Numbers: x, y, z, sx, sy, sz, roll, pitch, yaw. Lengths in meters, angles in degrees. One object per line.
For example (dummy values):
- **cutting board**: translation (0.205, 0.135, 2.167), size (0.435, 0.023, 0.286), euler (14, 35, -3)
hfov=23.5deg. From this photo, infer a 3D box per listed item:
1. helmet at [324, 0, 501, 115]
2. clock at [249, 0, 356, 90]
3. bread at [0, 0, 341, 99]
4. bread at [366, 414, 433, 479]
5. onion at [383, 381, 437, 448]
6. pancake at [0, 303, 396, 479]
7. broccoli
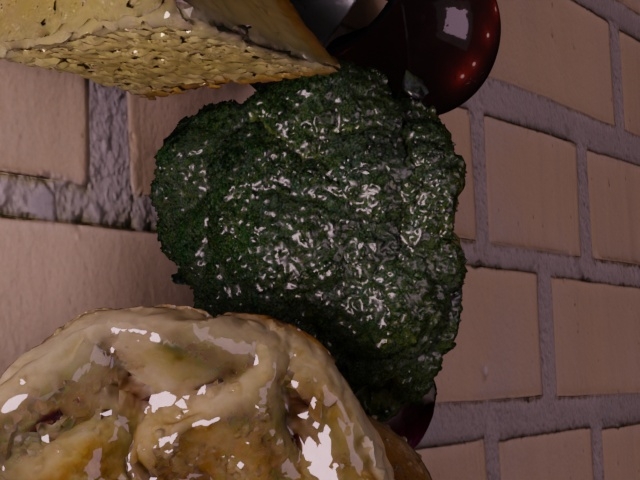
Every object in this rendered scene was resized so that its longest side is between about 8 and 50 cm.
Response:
- **helmet**: translation (0.105, -0.236, 1.723), size (0.216, 0.193, 0.189), euler (94, 9, -57)
- **clock**: translation (0.020, -0.278, 1.457), size (0.066, 0.319, 0.319), euler (36, 46, -9)
- **bread**: translation (-0.119, -0.277, 1.248), size (0.248, 0.279, 0.315), euler (7, 92, -52)
- **bread**: translation (-0.029, 0.284, 1.284), size (0.159, 0.306, 0.305), euler (-94, 176, -84)
- **onion**: translation (0.022, 0.155, 1.507), size (0.207, 0.201, 0.200), euler (10, 77, -53)
- **pancake**: translation (-0.110, 0.235, 1.146), size (0.082, 0.387, 0.386), euler (-163, -117, -75)
- **broccoli**: translation (0.000, 0.000, 1.382), size (0.283, 0.304, 0.321), euler (-2, 94, -68)
